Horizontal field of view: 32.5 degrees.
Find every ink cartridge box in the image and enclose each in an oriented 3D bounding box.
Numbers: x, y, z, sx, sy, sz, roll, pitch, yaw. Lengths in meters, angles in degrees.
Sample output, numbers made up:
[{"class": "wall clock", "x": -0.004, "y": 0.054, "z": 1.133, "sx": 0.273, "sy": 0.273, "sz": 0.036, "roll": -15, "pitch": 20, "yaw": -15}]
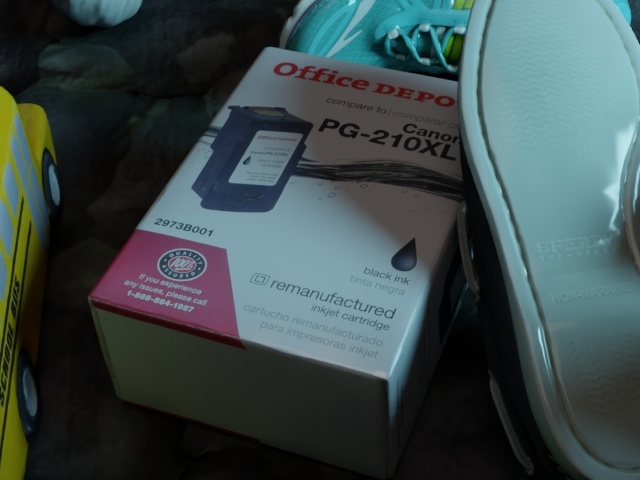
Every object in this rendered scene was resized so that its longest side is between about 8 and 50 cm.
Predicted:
[{"class": "ink cartridge box", "x": 0.000, "y": 0.000, "z": 0.657, "sx": 0.172, "sy": 0.100, "sz": 0.237, "roll": 14, "pitch": 48, "yaw": 17}]

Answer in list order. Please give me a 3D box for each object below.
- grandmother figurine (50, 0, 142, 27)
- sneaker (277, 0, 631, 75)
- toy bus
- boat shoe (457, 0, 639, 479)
[{"class": "grandmother figurine", "x": -0.160, "y": -0.302, "z": 0.974, "sx": 0.208, "sy": 0.104, "sz": 0.342, "roll": -1, "pitch": 42, "yaw": 16}, {"class": "sneaker", "x": 0.102, "y": -0.164, "z": 0.815, "sx": 0.275, "sy": 0.107, "sz": 0.110, "roll": -16, "pitch": 56, "yaw": -10}, {"class": "toy bus", "x": -0.225, "y": 0.019, "z": 0.638, "sx": 0.108, "sy": 0.130, "sz": 0.333, "roll": -7, "pitch": 45, "yaw": -1}, {"class": "boat shoe", "x": 0.123, "y": -0.009, "z": 0.592, "sx": 0.114, "sy": 0.091, "sz": 0.302, "roll": 3, "pitch": 67, "yaw": -7}]
